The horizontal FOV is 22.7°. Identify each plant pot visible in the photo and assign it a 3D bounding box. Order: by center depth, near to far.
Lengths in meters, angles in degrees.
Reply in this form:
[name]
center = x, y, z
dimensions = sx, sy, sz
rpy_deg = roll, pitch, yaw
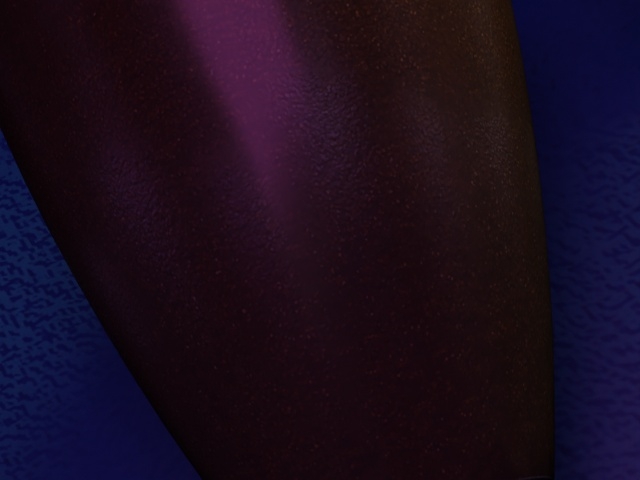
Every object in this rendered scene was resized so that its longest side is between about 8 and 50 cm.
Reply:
[plant pot]
center = 0.000, 0.000, 0.604
dimensions = 0.215, 0.215, 0.230
rpy_deg = -21, 72, 6
